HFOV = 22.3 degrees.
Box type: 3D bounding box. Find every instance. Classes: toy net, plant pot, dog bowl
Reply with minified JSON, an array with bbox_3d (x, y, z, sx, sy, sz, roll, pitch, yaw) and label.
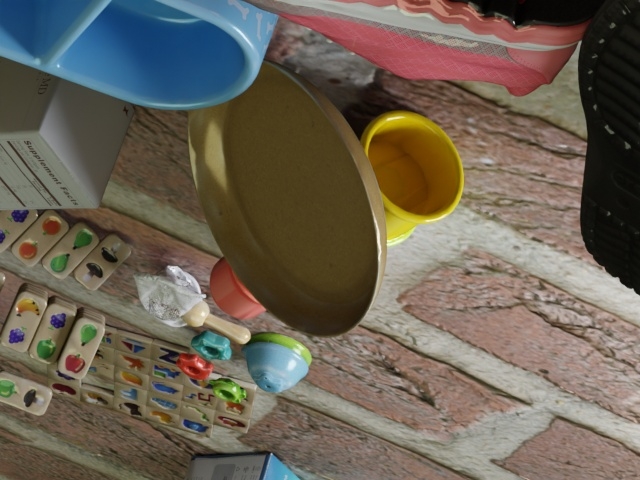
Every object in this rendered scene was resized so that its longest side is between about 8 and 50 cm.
[{"bbox_3d":[-0.114,0.086,1.617,0.122,0.045,0.232,-9,139,38],"label":"toy net"},{"bbox_3d":[-0.023,-0.037,1.278,0.236,0.032,0.236,34,137,39],"label":"plant pot"},{"bbox_3d":[-0.164,-0.178,1.140,0.297,0.074,0.166,18,149,-27],"label":"dog bowl"}]

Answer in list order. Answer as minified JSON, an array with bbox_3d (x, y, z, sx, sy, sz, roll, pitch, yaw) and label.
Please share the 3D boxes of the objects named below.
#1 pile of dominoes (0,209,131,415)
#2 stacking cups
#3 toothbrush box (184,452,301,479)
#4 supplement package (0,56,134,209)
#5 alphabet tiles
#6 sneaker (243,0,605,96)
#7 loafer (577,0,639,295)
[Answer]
[{"bbox_3d":[-0.324,0.046,1.524,0.251,0.196,0.040,23,-171,-11],"label":"pile of dominoes"},{"bbox_3d":[0.000,0.000,1.375,0.096,0.096,0.316,27,147,-17],"label":"stacking cups"},{"bbox_3d":[-0.059,0.419,1.948,0.126,0.216,0.295,-6,141,32],"label":"toothbrush box"},{"bbox_3d":[-0.263,-0.095,1.339,0.179,0.105,0.105,-1,144,26],"label":"supplement package"},{"bbox_3d":[-0.189,0.155,1.791,0.237,0.009,0.198,15,148,1],"label":"alphabet tiles"},{"bbox_3d":[0.027,-0.161,1.091,0.313,0.116,0.136,15,150,1],"label":"sneaker"},{"bbox_3d":[0.254,-0.095,1.097,0.134,0.130,0.366,37,158,18],"label":"loafer"}]
